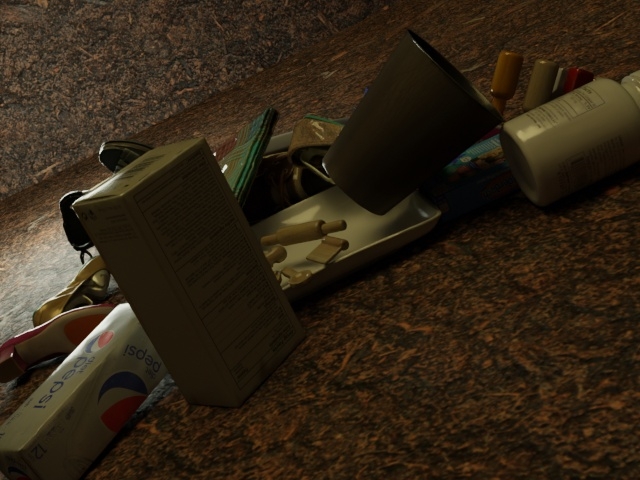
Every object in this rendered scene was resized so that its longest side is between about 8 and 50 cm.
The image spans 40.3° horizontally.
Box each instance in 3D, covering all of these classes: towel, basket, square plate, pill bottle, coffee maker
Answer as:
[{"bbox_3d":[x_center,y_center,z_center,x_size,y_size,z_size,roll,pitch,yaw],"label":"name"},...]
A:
[{"bbox_3d":[-0.208,-0.056,1.554,0.271,0.040,0.370,-28,34,45],"label":"towel"},{"bbox_3d":[0.122,-0.159,1.282,0.227,0.204,0.154,-49,-30,19],"label":"basket"},{"bbox_3d":[0.000,0.000,1.411,0.347,0.049,0.344,-26,20,-1],"label":"square plate"},{"bbox_3d":[0.379,-0.151,1.214,0.229,0.131,0.131,-25,20,0],"label":"pill bottle"},{"bbox_3d":[-0.483,-0.041,1.972,0.120,0.171,0.178,13,18,32],"label":"coffee maker"}]

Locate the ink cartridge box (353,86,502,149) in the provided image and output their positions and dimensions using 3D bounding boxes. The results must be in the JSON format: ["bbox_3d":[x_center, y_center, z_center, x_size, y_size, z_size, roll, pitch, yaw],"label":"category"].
[{"bbox_3d":[0.188,-0.220,1.578,0.185,0.065,0.311,12,10,-17],"label":"ink cartridge box"}]

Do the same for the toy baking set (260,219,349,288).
[{"bbox_3d":[-0.079,0.033,1.307,0.256,0.030,0.197,-9,27,39],"label":"toy baking set"}]

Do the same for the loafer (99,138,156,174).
[{"bbox_3d":[-0.378,-0.149,1.980,0.084,0.267,0.096,-85,19,-58],"label":"loafer"}]

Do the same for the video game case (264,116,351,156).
[{"bbox_3d":[-0.033,-0.214,1.865,0.329,0.036,0.300,-12,5,33],"label":"video game case"}]

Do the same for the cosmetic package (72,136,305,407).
[{"bbox_3d":[-0.160,0.043,1.116,0.113,0.309,0.160,-5,27,42],"label":"cosmetic package"}]

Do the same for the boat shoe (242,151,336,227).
[{"bbox_3d":[-0.050,-0.109,1.623,0.342,0.123,0.123,-20,9,-3],"label":"boat shoe"}]

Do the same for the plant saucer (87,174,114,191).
[{"bbox_3d":[-0.498,-0.115,2.240,0.332,0.084,0.332,-23,20,9],"label":"plant saucer"}]

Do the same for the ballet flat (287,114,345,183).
[{"bbox_3d":[0.064,-0.136,1.461,0.316,0.107,0.106,14,69,46],"label":"ballet flat"}]

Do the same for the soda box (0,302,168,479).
[{"bbox_3d":[-0.304,0.204,1.167,0.098,0.091,0.286,-9,31,40],"label":"soda box"}]

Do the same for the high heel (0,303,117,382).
[{"bbox_3d":[-0.451,0.163,1.513,0.244,0.082,0.117,-32,18,3],"label":"high heel"}]

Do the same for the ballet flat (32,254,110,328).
[{"bbox_3d":[-0.455,0.108,1.678,0.073,0.080,0.232,15,39,19],"label":"ballet flat"}]

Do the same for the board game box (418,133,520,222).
[{"bbox_3d":[0.263,-0.111,1.376,0.210,0.047,0.160,-25,19,3],"label":"board game box"}]

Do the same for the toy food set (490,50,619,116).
[{"bbox_3d":[0.388,-0.228,1.418,0.232,0.105,0.111,8,11,-33],"label":"toy food set"}]
